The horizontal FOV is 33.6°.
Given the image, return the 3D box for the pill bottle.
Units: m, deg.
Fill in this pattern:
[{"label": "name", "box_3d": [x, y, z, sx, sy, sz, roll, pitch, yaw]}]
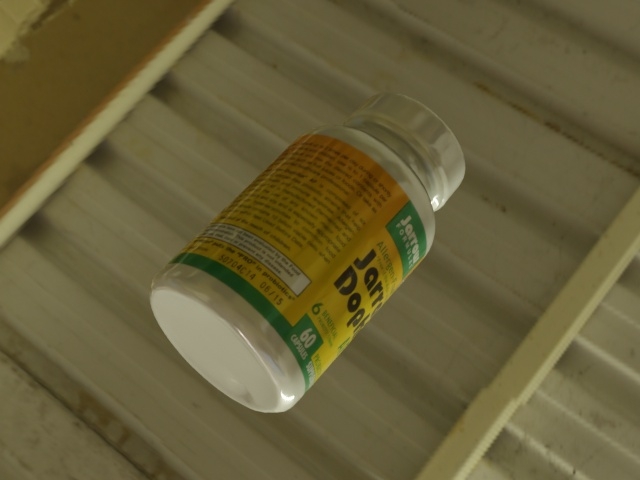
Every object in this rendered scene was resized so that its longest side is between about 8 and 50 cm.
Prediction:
[{"label": "pill bottle", "box_3d": [0.000, 0.000, 0.684, 0.117, 0.118, 0.208, 31, -120, 24]}]
